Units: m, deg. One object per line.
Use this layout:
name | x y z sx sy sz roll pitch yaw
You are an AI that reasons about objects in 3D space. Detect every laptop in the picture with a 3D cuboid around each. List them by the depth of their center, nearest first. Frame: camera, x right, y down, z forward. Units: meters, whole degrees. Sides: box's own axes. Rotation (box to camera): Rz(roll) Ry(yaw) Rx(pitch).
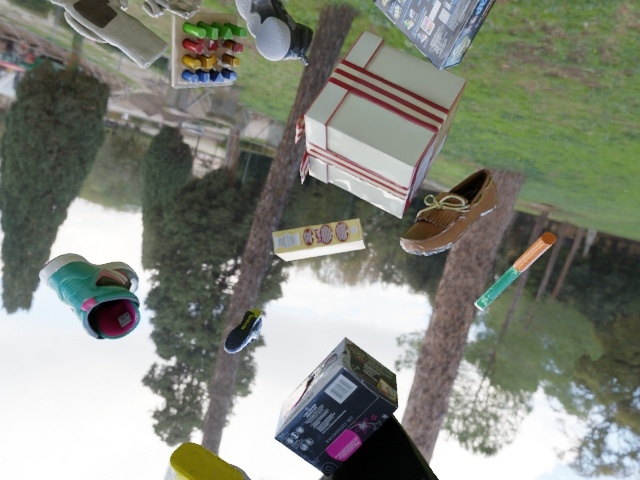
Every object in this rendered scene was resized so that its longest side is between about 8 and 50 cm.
laptop | 0.121 0.620 1.110 0.236 0.408 0.382 44 177 -9

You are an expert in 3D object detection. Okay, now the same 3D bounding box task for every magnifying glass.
magnifying glass | 0.340 0.057 0.970 0.092 0.231 0.026 -35 -110 -29

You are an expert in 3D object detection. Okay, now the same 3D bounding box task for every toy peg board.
toy peg board | -0.244 -0.420 1.239 0.161 0.160 0.079 -17 -142 -39

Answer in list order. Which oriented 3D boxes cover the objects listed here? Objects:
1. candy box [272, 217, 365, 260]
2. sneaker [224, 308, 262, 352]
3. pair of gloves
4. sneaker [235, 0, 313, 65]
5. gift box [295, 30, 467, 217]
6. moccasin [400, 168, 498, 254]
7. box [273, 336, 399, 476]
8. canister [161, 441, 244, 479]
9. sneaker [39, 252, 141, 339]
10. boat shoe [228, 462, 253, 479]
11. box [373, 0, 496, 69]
candy box | 0.000 0.000 1.189 0.187 0.053 0.109 -11 169 6
sneaker | -0.185 0.235 1.369 0.053 0.059 0.144 13 -142 24
pair of gloves | -0.349 -0.439 1.016 0.204 0.240 0.042 31 150 -12
sneaker | -0.109 -0.544 1.350 0.101 0.268 0.153 -30 163 32
gift box | 0.102 -0.211 1.104 0.258 0.255 0.276 29 157 11
moccasin | 0.362 -0.084 1.534 0.380 0.147 0.139 -31 -148 -24
box | 0.035 0.371 1.248 0.163 0.247 0.142 38 -164 -7
canister | -0.195 0.409 0.845 0.126 0.170 0.073 28 -158 14
sneaker | -0.444 0.127 1.185 0.178 0.124 0.295 46 -177 15
boat shoe | -0.168 0.578 1.232 0.267 0.096 0.088 38 149 -21
box | 0.177 -0.386 0.786 0.051 0.220 0.175 -25 -112 -30
